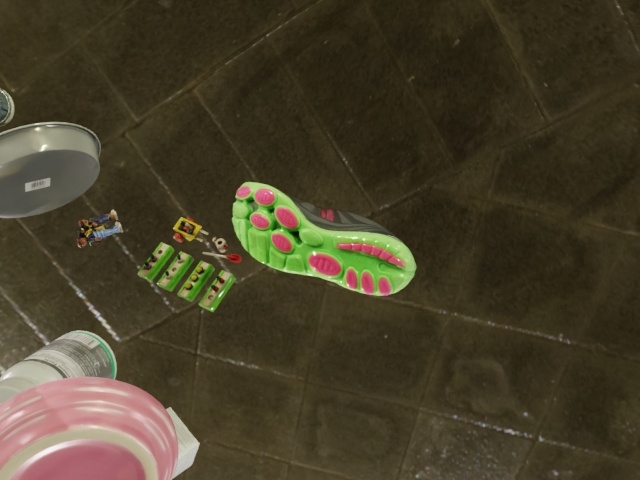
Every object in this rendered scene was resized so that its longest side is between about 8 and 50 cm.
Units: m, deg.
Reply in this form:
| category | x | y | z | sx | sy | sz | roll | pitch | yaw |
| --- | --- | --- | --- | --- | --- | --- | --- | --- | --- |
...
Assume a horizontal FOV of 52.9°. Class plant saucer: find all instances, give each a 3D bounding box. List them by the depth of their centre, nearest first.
| category | x | y | z | sx | sy | sz | roll | pitch | yaw |
| --- | --- | --- | --- | --- | --- | --- | --- | --- | --- |
| plant saucer | -0.391 | 0.377 | 1.028 | 0.332 | 0.084 | 0.332 | -9 | 115 | -19 |

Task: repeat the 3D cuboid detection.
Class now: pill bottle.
| category | x | y | z | sx | sy | sz | roll | pitch | yaw |
| --- | --- | --- | --- | --- | --- | --- | --- | --- | --- |
| pill bottle | -0.703 | 0.385 | 1.675 | 0.204 | 0.361 | 0.204 | 2 | 102 | 10 |

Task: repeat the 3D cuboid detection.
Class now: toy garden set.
| category | x | y | z | sx | sy | sz | roll | pitch | yaw |
| --- | --- | --- | --- | --- | --- | --- | --- | --- | --- |
| toy garden set | -0.329 | 0.048 | 1.681 | 0.244 | 0.203 | 0.049 | 22 | 153 | 20 |

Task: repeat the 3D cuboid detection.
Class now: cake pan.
| category | x | y | z | sx | sy | sz | roll | pitch | yaw |
| --- | --- | --- | --- | --- | --- | --- | --- | --- | --- |
| cake pan | -0.588 | -0.134 | 1.321 | 0.293 | 0.293 | 0.054 | -35 | 74 | 24 |

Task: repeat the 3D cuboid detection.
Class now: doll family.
| category | x | y | z | sx | sy | sz | roll | pitch | yaw |
| --- | --- | --- | --- | --- | --- | --- | --- | --- | --- |
| doll family | -0.567 | -0.029 | 1.630 | 0.111 | 0.193 | 0.076 | -18 | 96 | -20 |

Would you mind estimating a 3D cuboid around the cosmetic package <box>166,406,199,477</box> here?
| category | x | y | z | sx | sy | sz | roll | pitch | yaw |
| --- | --- | --- | --- | --- | --- | --- | --- | --- | --- |
| cosmetic package | -0.481 | 0.623 | 1.887 | 0.151 | 0.184 | 0.151 | 45 | 138 | 21 |

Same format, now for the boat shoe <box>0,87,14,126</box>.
| category | x | y | z | sx | sy | sz | roll | pitch | yaw |
| --- | --- | --- | --- | --- | --- | --- | --- | --- | --- |
| boat shoe | -0.743 | -0.236 | 1.184 | 0.320 | 0.099 | 0.116 | -10 | 100 | -13 |

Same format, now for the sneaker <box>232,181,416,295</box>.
| category | x | y | z | sx | sy | sz | roll | pitch | yaw |
| --- | --- | --- | --- | --- | --- | --- | --- | --- | --- |
| sneaker | 0.000 | 0.000 | 1.540 | 0.483 | 0.202 | 0.185 | 25 | 102 | 16 |
